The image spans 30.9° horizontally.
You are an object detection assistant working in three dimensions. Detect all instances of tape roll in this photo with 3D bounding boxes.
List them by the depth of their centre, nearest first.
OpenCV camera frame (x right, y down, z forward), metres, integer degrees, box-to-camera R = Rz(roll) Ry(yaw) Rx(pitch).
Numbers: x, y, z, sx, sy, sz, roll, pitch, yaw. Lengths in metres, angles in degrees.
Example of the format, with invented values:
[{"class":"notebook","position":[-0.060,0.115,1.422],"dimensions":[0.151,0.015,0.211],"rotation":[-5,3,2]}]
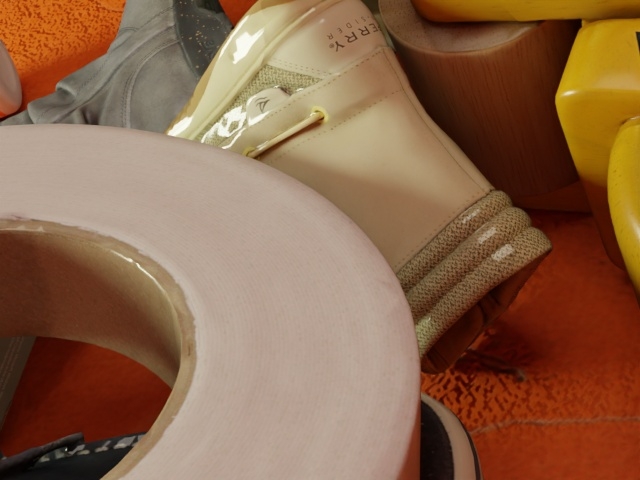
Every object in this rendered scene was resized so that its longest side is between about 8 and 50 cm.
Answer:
[{"class":"tape roll","position":[-0.152,0.075,0.478],"dimensions":[0.392,0.072,0.392],"rotation":[-2,35,2]}]

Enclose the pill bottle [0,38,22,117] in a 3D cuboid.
[{"class":"pill bottle","position":[-0.340,-0.123,0.983],"dimensions":[0.152,0.086,0.086],"rotation":[-21,40,5]}]

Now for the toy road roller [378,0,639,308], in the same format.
[{"class":"toy road roller","position":[0.176,-0.043,0.569],"dimensions":[0.329,0.202,0.240],"rotation":[7,60,30]}]

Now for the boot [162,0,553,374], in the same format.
[{"class":"boot","position":[0.000,0.000,0.661],"dimensions":[0.095,0.262,0.203],"rotation":[-30,78,-41]}]

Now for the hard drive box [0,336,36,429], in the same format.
[{"class":"hard drive box","position":[-0.289,0.033,0.739],"dimensions":[0.232,0.089,0.181],"rotation":[10,74,35]}]

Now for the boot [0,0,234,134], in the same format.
[{"class":"boot","position":[-0.170,-0.121,0.885],"dimensions":[0.223,0.118,0.338],"rotation":[-29,36,1]}]

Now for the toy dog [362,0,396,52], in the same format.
[{"class":"toy dog","position":[0.055,-0.309,0.856],"dimensions":[0.395,0.284,0.408],"rotation":[17,42,1]}]

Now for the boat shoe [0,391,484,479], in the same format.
[{"class":"boat shoe","position":[-0.165,0.178,0.521],"dimensions":[0.500,0.156,0.187],"rotation":[-20,38,2]}]
